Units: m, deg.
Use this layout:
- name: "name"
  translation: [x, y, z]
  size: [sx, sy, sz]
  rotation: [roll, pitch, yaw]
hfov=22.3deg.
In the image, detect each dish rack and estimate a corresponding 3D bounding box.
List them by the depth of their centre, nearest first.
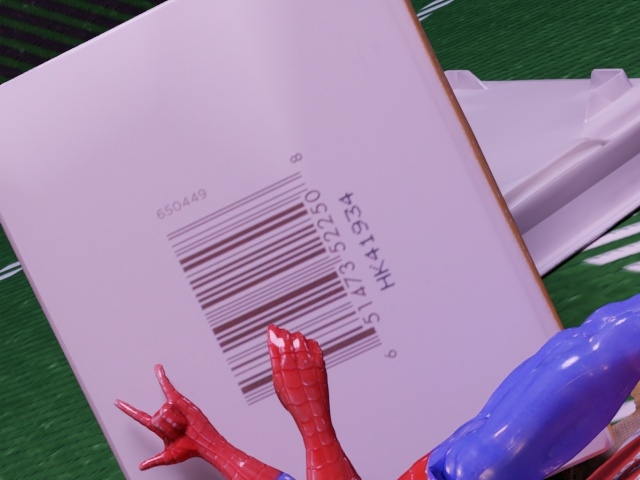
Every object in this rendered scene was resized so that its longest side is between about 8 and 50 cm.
- name: "dish rack"
  translation: [0.085, -0.041, 1.123]
  size: [0.286, 0.072, 0.333]
  rotation: [-33, 18, -18]

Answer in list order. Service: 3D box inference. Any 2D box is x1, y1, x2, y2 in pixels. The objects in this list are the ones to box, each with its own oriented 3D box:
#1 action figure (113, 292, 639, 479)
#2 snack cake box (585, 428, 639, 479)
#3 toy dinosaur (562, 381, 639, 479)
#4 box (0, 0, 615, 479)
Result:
- name: "action figure"
  translation: [0.035, 0.039, 0.518]
  size: [0.280, 0.139, 0.091]
  rotation: [-47, -3, 3]
- name: "snack cake box"
  translation: [0.196, 0.049, 0.532]
  size: [0.264, 0.089, 0.152]
  rotation: [-37, -4, -28]
- name: "toy dinosaur"
  translation: [0.178, 0.054, 0.702]
  size: [0.183, 0.053, 0.093]
  rotation: [-33, 15, -16]
- name: "box"
  translation: [0.000, 0.000, 0.737]
  size: [0.168, 0.215, 0.345]
  rotation: [-26, 2, 6]
